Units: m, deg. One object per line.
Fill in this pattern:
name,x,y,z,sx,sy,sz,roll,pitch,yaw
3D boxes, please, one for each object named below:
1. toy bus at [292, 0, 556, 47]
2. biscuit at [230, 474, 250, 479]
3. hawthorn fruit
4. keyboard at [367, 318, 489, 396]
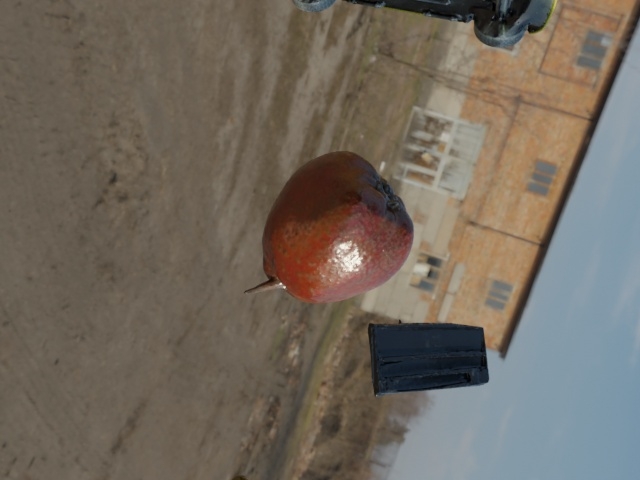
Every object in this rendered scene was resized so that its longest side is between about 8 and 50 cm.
toy bus,0.101,-0.330,0.833,0.144,0.330,0.152,76,32,-62
biscuit,-0.074,0.366,0.851,0.039,0.174,0.183,-33,180,18
hawthorn fruit,0.000,0.000,1.126,0.262,0.210,0.210,-36,-179,13
keyboard,0.137,0.140,0.936,0.250,0.017,0.087,7,74,-48
